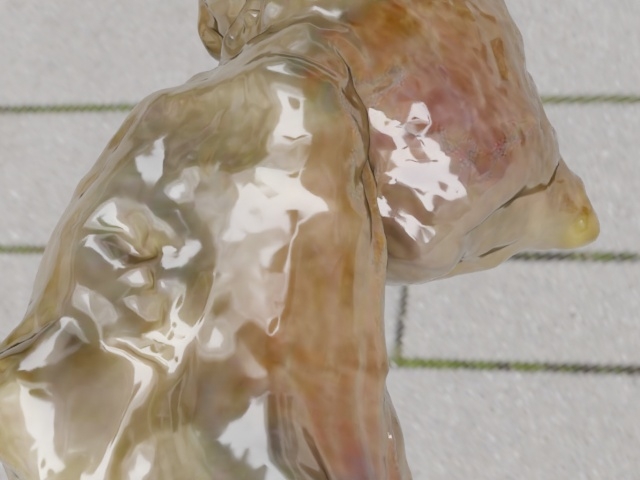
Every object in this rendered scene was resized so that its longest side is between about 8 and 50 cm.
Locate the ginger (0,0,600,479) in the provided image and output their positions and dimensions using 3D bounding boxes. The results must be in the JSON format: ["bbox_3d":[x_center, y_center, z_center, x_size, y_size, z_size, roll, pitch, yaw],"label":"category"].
[{"bbox_3d":[0.000,-0.002,0.383,0.084,0.122,0.290,-44,27,43],"label":"ginger"}]
